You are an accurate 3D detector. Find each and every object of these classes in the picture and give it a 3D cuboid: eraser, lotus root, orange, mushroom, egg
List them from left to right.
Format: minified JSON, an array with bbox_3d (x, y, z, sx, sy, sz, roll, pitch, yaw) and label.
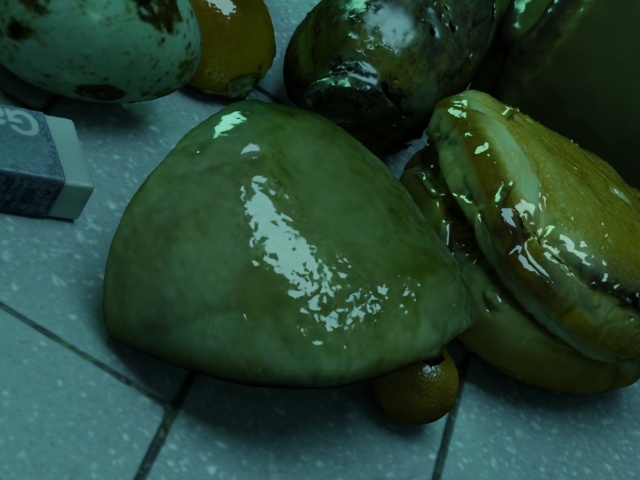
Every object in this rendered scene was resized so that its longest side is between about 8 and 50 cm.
[{"bbox_3d":[-0.292,-0.074,1.326,0.212,0.046,0.092,9,41,-35],"label":"eraser"},{"bbox_3d":[-0.207,-0.206,1.463,0.231,0.169,0.169,32,31,-27],"label":"egg"},{"bbox_3d":[-0.113,-0.221,1.629,0.170,0.112,0.160,2,44,-24],"label":"orange"},{"bbox_3d":[0.003,0.001,1.329,0.217,0.212,0.292,12,7,35],"label":"mushroom"},{"bbox_3d":[0.079,-0.209,1.704,0.179,0.196,0.397,31,34,4],"label":"lotus root"},{"bbox_3d":[0.077,0.115,1.390,0.085,0.085,0.085,24,34,-17],"label":"orange"}]

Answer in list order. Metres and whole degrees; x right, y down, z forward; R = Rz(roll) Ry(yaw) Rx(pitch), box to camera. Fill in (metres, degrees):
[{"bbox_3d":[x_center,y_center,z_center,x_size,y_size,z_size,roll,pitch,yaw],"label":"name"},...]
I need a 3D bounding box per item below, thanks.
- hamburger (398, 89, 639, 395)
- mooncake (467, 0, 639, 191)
[{"bbox_3d":[0.218,0.005,1.567,0.284,0.174,0.304,17,36,-29],"label":"hamburger"},{"bbox_3d":[0.302,-0.233,1.908,0.246,0.393,0.394,28,-7,-13],"label":"mooncake"}]
